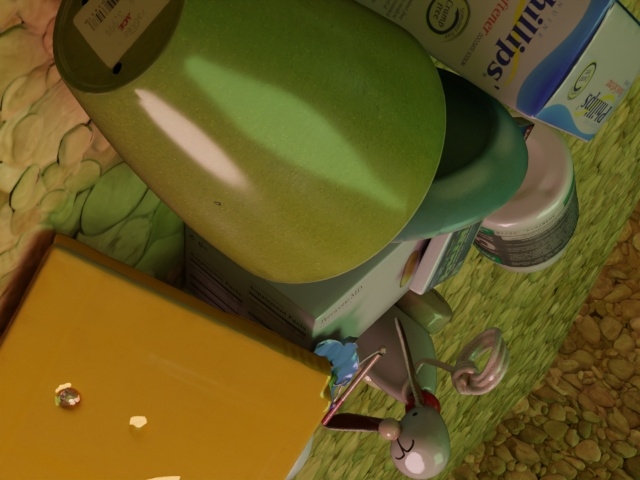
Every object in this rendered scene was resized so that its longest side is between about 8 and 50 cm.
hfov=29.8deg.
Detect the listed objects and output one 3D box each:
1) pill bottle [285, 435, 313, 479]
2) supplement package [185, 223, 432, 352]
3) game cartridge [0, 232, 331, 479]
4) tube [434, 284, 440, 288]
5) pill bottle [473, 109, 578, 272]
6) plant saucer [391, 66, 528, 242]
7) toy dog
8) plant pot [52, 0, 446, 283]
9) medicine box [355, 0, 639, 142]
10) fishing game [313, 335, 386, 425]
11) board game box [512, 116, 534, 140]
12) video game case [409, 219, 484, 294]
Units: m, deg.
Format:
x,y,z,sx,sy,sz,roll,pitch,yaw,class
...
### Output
x,y,z,sx,sy,sz,roll,pitch,yaw,class
-0.160,0.258,1.502,0.210,0.210,0.363,-58,159,12,pill bottle
0.000,0.000,1.438,0.262,0.204,0.145,-41,156,-30,supplement package
-0.182,0.180,1.221,0.285,0.323,0.053,-59,-163,16,game cartridge
0.067,0.094,1.846,0.240,0.070,0.062,-23,-175,-8,tube
0.338,-0.068,2.063,0.204,0.204,0.361,-52,159,-4,pill bottle
0.058,-0.110,1.247,0.317,0.317,0.044,-37,141,-36,plant saucer
0.082,0.152,1.541,0.220,0.161,0.333,-60,-163,2,toy dog
-0.080,-0.131,1.033,0.275,0.274,0.293,-55,143,5,plant pot
0.195,-0.252,1.331,0.149,0.289,0.263,-59,159,13,medicine box
-0.020,0.182,1.362,0.189,0.041,0.264,-54,154,21,fishing game
0.199,-0.082,1.593,0.194,0.060,0.194,-20,141,-59,board game box
0.178,-0.033,1.454,0.190,0.022,0.173,-66,164,16,video game case
